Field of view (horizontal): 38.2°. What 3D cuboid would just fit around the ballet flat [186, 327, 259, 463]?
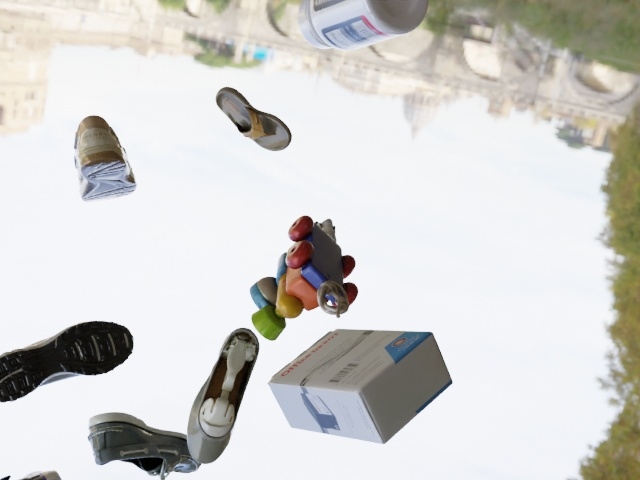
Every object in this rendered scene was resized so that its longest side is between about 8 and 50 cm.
[{"bbox_3d":[-0.147,0.228,1.388,0.072,0.213,0.068,20,160,-6],"label":"ballet flat"}]

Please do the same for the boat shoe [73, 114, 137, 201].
[{"bbox_3d":[-0.455,-0.165,1.940,0.122,0.110,0.341,-12,169,-16],"label":"boat shoe"}]

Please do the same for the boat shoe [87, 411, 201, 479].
[{"bbox_3d":[-0.340,0.426,1.818,0.116,0.099,0.319,-22,146,19],"label":"boat shoe"}]

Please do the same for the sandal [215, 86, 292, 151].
[{"bbox_3d":[-0.139,-0.234,1.821,0.180,0.072,0.049,38,-150,3],"label":"sandal"}]

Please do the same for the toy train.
[{"bbox_3d":[-0.033,0.080,1.209,0.105,0.143,0.248,43,-163,-17],"label":"toy train"}]

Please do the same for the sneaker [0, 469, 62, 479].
[{"bbox_3d":[-0.681,0.587,1.960,0.236,0.130,0.323,-18,167,-32],"label":"sneaker"}]

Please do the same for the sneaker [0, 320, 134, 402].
[{"bbox_3d":[-0.471,0.208,1.659,0.272,0.100,0.108,-16,-176,-20],"label":"sneaker"}]

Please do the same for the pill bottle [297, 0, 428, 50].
[{"bbox_3d":[0.049,-0.312,1.231,0.108,0.107,0.180,3,179,-33],"label":"pill bottle"}]

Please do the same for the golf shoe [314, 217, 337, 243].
[{"bbox_3d":[0.000,0.000,1.611,0.069,0.086,0.176,20,178,-16],"label":"golf shoe"}]

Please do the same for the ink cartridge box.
[{"bbox_3d":[0.077,0.290,1.895,0.223,0.129,0.308,-35,-162,-34],"label":"ink cartridge box"}]
